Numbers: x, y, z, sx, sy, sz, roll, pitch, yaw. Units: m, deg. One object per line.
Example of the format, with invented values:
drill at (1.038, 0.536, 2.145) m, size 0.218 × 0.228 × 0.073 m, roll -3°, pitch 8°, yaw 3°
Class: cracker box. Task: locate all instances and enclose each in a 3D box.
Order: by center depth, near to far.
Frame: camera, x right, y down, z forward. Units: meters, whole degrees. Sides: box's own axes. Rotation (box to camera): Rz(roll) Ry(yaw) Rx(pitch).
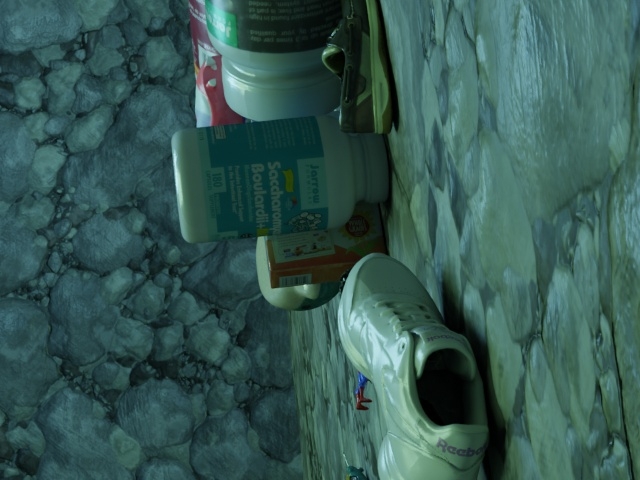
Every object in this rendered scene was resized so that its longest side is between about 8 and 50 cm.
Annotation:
cracker box at (-0.005, -0.059, 1.718) m, size 0.067 × 0.155 × 0.232 m, roll 94°, pitch 170°, yaw -65°

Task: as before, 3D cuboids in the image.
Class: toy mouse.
toy mouse at (0.067, 0.438, 2.142) m, size 0.143 × 0.031 × 0.161 m, roll 136°, pitch 128°, yaw -83°

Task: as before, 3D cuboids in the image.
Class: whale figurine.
whale figurine at (0.000, 0.000, 2.030) m, size 0.272 × 0.141 × 0.216 m, roll -53°, pitch 37°, yaw 45°

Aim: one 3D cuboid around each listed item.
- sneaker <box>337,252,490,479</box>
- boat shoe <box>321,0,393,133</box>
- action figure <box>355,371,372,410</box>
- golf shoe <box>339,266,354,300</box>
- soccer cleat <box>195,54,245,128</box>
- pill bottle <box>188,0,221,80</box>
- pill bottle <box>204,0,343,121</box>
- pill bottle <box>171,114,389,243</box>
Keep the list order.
sneaker at (0.101, 0.109, 1.212) m, size 0.305 × 0.114 × 0.152 m, roll -107°, pitch 25°, yaw -43°
boat shoe at (0.038, -0.224, 1.520) m, size 0.080 × 0.073 × 0.224 m, roll 94°, pitch 168°, yaw -62°
action figure at (0.065, 0.200, 1.927) m, size 0.038 × 0.030 × 0.115 m, roll 101°, pitch 168°, yaw -53°
golf shoe at (0.066, 0.108, 1.582) m, size 0.198 × 0.077 × 0.094 m, roll -102°, pitch 8°, yaw -55°
soccer cleat at (-0.142, -0.144, 1.796) m, size 0.095 × 0.083 × 0.248 m, roll 116°, pitch 153°, yaw -66°
pill bottle at (-0.089, -0.405, 1.863) m, size 0.224 × 0.224 × 0.392 m, roll -103°, pitch 10°, yaw -52°
pill bottle at (-0.051, -0.347, 1.640) m, size 0.204 × 0.204 × 0.361 m, roll -104°, pitch 10°, yaw -55°
pill bottle at (-0.050, -0.080, 1.602) m, size 0.146 × 0.264 × 0.146 m, roll 173°, pitch 90°, yaw -85°
